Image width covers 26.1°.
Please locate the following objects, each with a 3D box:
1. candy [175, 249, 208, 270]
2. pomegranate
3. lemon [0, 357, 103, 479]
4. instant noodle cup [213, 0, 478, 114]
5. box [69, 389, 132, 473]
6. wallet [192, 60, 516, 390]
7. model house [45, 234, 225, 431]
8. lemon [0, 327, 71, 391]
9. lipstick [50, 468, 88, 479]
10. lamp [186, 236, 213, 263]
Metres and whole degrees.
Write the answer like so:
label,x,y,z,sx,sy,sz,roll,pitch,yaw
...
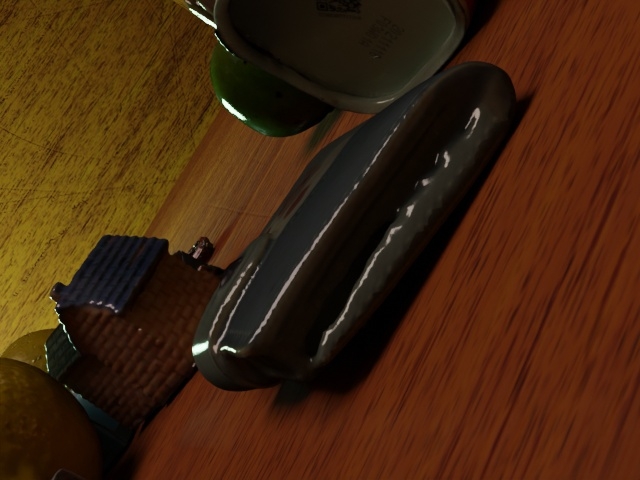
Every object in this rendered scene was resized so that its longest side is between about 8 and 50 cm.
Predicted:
label,x,y,z,sx,sy,sz,roll,pitch,yaw
candy,-0.221,0.099,1.851,0.088,0.061,0.312,-62,10,-23
pomegranate,-0.066,-0.233,1.656,0.187,0.225,0.187,-48,-2,-2
lemon,-0.353,0.245,1.454,0.260,0.260,0.284,-56,28,8
instant noodle cup,0.049,-0.300,1.247,0.294,0.294,0.308,-46,22,51
box,-0.297,0.249,1.680,0.232,0.083,0.142,-53,9,33
wallet,0.000,0.000,0.992,0.252,0.083,0.360,-53,7,-11
model house,-0.220,0.091,1.530,0.183,0.172,0.166,-50,13,38
lemon,-0.375,0.212,1.934,0.173,0.173,0.206,-57,22,3
lipstick,-0.283,0.343,1.306,0.253,0.077,0.079,-57,9,8
lamp,-0.178,0.023,1.982,0.063,0.031,0.083,-58,14,-2
